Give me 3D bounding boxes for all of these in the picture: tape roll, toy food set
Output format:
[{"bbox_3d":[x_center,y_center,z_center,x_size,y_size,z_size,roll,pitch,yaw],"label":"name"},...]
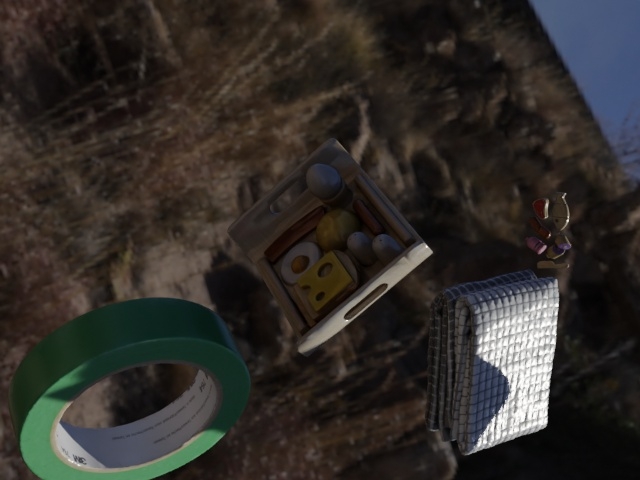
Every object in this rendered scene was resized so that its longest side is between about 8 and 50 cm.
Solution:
[{"bbox_3d":[-0.257,0.214,1.468,0.321,0.321,0.077,75,-11,-50],"label":"tape roll"},{"bbox_3d":[0.359,-0.015,1.710,0.019,0.078,0.122,-14,98,-48],"label":"toy food set"},{"bbox_3d":[0.000,0.000,1.506,0.092,0.220,0.306,45,6,-38],"label":"toy food set"}]

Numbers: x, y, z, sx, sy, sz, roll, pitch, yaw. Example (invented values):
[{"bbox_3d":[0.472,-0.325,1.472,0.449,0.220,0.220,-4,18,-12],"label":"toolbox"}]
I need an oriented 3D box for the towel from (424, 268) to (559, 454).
[{"bbox_3d":[0.295,0.204,1.854,0.121,0.235,0.283,16,-71,48],"label":"towel"}]
